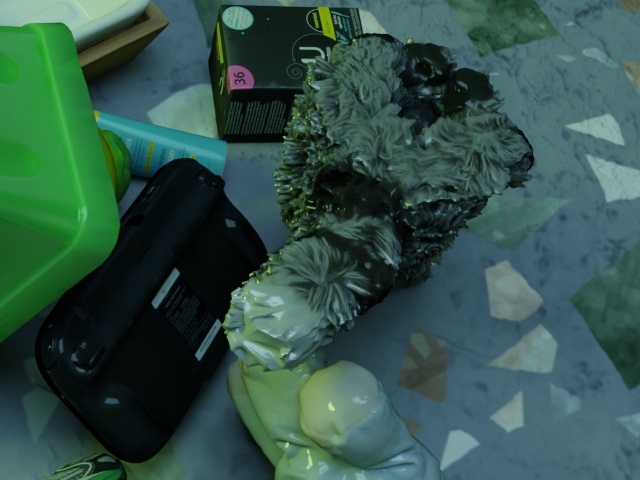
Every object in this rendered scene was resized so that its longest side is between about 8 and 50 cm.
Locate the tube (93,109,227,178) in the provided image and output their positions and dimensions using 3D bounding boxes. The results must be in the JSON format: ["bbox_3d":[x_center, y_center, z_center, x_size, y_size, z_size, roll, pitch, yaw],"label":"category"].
[{"bbox_3d":[-0.205,-0.101,1.458,0.207,0.080,0.052,11,26,-10],"label":"tube"}]

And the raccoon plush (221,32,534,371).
[{"bbox_3d":[0.000,0.000,1.291,0.216,0.299,0.446,44,53,12],"label":"raccoon plush"}]

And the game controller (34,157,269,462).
[{"bbox_3d":[-0.151,0.060,1.315,0.166,0.067,0.319,60,38,-26],"label":"game controller"}]

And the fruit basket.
[{"bbox_3d":[-0.308,-0.020,1.257,0.392,0.392,0.283,-8,61,-18],"label":"fruit basket"}]

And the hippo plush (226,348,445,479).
[{"bbox_3d":[-0.024,0.245,1.239,0.236,0.234,0.294,-51,123,-15],"label":"hippo plush"}]

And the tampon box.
[{"bbox_3d":[-0.036,-0.186,1.529,0.161,0.101,0.120,-2,59,-14],"label":"tampon box"}]

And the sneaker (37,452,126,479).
[{"bbox_3d":[-0.327,0.249,1.172,0.343,0.134,0.146,-17,56,-27],"label":"sneaker"}]

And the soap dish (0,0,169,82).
[{"bbox_3d":[-0.345,-0.274,1.499,0.229,0.118,0.291,-32,71,-28],"label":"soap dish"}]
